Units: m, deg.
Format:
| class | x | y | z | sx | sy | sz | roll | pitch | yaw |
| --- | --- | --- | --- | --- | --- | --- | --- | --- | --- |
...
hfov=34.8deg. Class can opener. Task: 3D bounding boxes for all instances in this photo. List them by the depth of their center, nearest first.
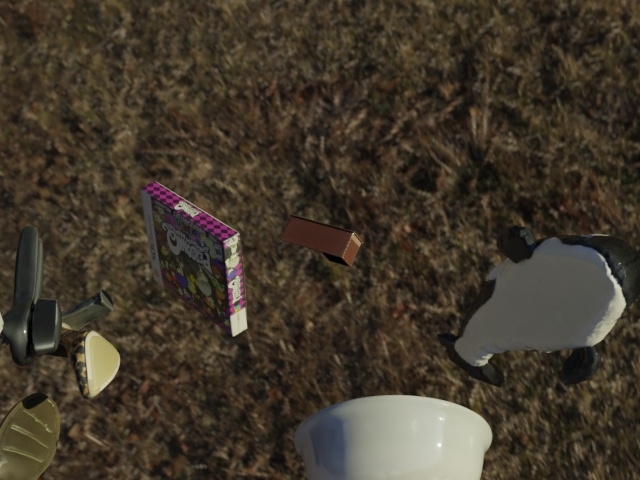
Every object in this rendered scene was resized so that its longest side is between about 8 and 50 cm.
| class | x | y | z | sx | sy | sz | roll | pitch | yaw |
| --- | --- | --- | --- | --- | --- | --- | --- | --- | --- |
| can opener | -0.345 | 0.065 | 1.212 | 0.073 | 0.059 | 0.186 | -2 | 50 | -13 |

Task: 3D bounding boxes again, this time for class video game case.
| class | x | y | z | sx | sy | sz | roll | pitch | yaw |
| --- | --- | --- | --- | --- | --- | --- | --- | --- | --- |
| video game case | -0.221 | 0.031 | 1.788 | 0.042 | 0.210 | 0.232 | -32 | 47 | -33 |

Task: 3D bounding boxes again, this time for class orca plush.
| class | x | y | z | sx | sy | sz | roll | pitch | yaw |
| --- | --- | --- | --- | --- | --- | --- | --- | --- | --- |
| orca plush | 0.227 | 0.064 | 0.969 | 0.102 | 0.287 | 0.151 | -22 | 63 | -27 |

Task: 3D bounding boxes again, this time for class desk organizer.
| class | x | y | z | sx | sy | sz | roll | pitch | yaw |
| --- | --- | --- | --- | --- | --- | --- | --- | --- | --- |
| desk organizer | 0.000 | 0.000 | 1.738 | 0.130 | 0.047 | 0.050 | 16 | 73 | 28 |

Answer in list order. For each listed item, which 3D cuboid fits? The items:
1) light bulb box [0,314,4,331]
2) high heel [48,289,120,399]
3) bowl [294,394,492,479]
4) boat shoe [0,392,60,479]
| class | x | y | z | sx | sy | sz | roll | pitch | yaw |
| --- | --- | --- | --- | --- | --- | --- | --- | --- | --- |
| light bulb box | -0.491 | 0.013 | 0.802 | 0.361 | 0.358 | 0.225 | 13 | 51 | 7 |
| high heel | -0.446 | 0.213 | 1.774 | 0.186 | 0.093 | 0.261 | -29 | 35 | 12 |
| bowl | 0.108 | 0.350 | 1.500 | 0.298 | 0.298 | 0.134 | -11 | 54 | 16 |
| boat shoe | -0.535 | 0.396 | 1.709 | 0.104 | 0.111 | 0.307 | -29 | 33 | 37 |
